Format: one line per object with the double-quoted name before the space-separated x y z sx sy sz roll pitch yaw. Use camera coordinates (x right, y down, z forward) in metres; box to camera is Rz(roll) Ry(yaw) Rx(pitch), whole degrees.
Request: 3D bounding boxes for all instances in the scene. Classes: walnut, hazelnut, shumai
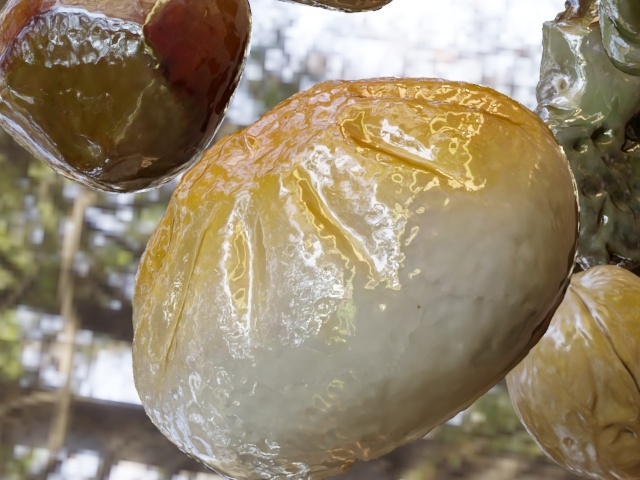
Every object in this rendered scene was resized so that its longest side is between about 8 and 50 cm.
"walnut" 0.249 0.120 1.745 0.197 0.165 0.165 59 -143 -33
"hazelnut" -0.149 -0.129 1.513 0.210 0.210 0.186 -18 -79 -71
"shumai" 0.308 -0.096 1.999 0.346 0.217 0.283 18 -88 -47

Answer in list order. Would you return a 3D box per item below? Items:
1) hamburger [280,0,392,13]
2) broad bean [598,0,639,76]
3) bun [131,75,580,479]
"hamburger" -0.046 -0.317 1.993 0.283 0.259 0.144 8 -67 -42
"broad bean" 0.286 -0.253 1.664 0.189 0.121 0.263 -69 -28 -27
"bun" 0.000 0.000 1.184 0.165 0.299 0.299 57 -146 -20
